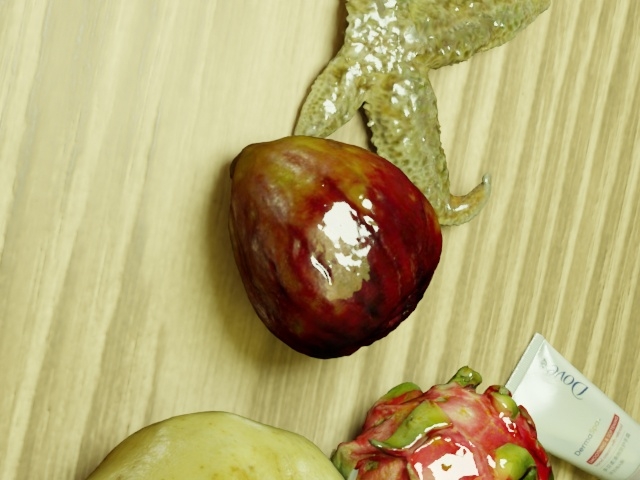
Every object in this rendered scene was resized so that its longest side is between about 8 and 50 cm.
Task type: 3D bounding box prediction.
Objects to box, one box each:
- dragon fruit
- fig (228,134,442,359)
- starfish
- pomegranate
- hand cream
[{"bbox_3d":[0.122,0.290,1.451,0.303,0.237,0.231,-43,89,-6],"label":"dragon fruit"},{"bbox_3d":[0.010,0.007,1.371,0.224,0.224,0.263,-46,116,-16],"label":"fig"},{"bbox_3d":[0.131,-0.248,1.481,0.324,0.082,0.432,18,85,-25],"label":"starfish"},{"bbox_3d":[-0.112,0.337,1.283,0.332,0.332,0.332,-3,97,-28],"label":"pomegranate"},{"bbox_3d":[0.340,0.236,1.648,0.248,0.083,0.133,33,78,-17],"label":"hand cream"}]
